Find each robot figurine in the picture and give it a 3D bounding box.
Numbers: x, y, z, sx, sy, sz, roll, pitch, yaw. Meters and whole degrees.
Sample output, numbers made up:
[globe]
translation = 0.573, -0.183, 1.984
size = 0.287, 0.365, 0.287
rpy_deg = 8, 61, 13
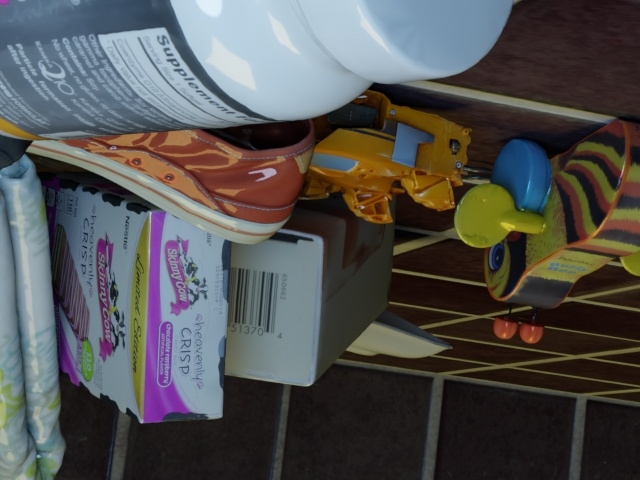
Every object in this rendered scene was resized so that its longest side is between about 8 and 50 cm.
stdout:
[robot figurine]
translation = -0.044, -0.080, 1.456
size = 0.291, 0.085, 0.211
rpy_deg = 10, 169, -24

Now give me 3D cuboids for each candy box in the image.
[candy box]
translation = -0.151, 0.037, 1.457
size = 0.071, 0.159, 0.233
rpy_deg = -2, -171, -30

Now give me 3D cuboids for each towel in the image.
[towel]
translation = -0.350, 0.017, 1.459
size = 0.320, 0.090, 0.374
rpy_deg = 27, 142, 20

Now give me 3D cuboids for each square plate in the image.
[square plate]
translation = -0.082, 0.045, 2.056
size = 0.347, 0.049, 0.344
rpy_deg = 25, -175, 42

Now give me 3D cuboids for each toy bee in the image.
[toy bee]
translation = 0.198, 0.002, 1.567
size = 0.195, 0.162, 0.298
rpy_deg = 5, 171, -3

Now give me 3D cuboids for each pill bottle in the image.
[pill bottle]
translation = -0.056, -0.132, 0.894
size = 0.278, 0.162, 0.162
rpy_deg = -2, 168, 40

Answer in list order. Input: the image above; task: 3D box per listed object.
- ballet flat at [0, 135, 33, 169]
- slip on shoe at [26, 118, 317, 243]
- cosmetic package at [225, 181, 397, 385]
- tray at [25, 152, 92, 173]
[ballet flat]
translation = -0.167, -0.127, 1.098
size = 0.095, 0.096, 0.280
rpy_deg = 16, -151, -3
[slip on shoe]
translation = -0.149, -0.108, 1.271
size = 0.331, 0.123, 0.101
rpy_deg = 25, 124, -18
[cosmetic package]
translation = -0.036, 0.020, 1.636
size = 0.153, 0.129, 0.296
rpy_deg = 7, -169, 11
[tray]
translation = -0.354, -0.087, 1.684
size = 0.411, 0.076, 0.203
rpy_deg = 3, 170, 27
